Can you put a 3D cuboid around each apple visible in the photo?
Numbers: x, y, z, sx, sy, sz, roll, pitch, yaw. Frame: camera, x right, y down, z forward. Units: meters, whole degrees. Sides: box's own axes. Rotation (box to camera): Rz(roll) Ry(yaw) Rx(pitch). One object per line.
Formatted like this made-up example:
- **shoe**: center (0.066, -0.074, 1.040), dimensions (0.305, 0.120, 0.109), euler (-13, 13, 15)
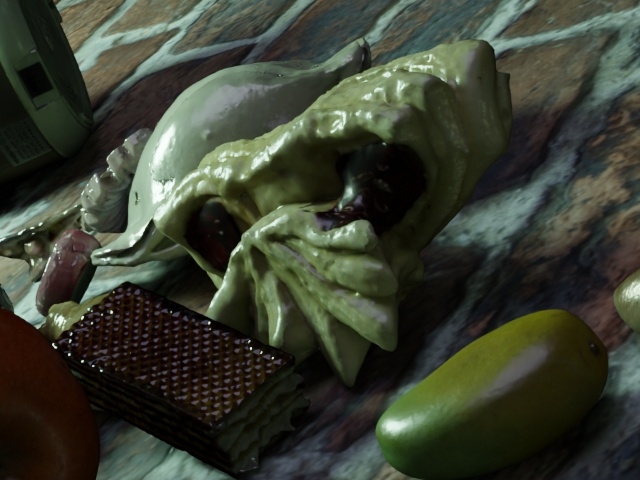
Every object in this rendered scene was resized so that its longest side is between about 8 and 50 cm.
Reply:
- **apple**: center (-0.320, 0.176, 1.699), dimensions (0.251, 0.272, 0.206), euler (-60, 34, 1)

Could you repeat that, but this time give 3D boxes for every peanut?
- **peanut**: center (0.294, 0.050, 1.592), dimensions (0.076, 0.076, 0.152), euler (-37, 21, -25)

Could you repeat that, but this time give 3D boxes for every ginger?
- **ginger**: center (-0.215, 0.103, 1.990), dimensions (0.137, 0.074, 0.213), euler (-17, 18, -4)

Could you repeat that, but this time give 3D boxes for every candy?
- **candy**: center (-0.272, 0.038, 2.152), dimensions (0.043, 0.103, 0.103), euler (24, 34, 1)

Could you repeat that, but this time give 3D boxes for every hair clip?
- **hair clip**: center (-0.249, -0.039, 2.269), dimensions (0.300, 0.069, 0.173), euler (-31, -13, 22)

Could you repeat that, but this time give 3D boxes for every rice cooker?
- **rice cooker**: center (-0.491, -0.199, 2.608), dimensions (0.325, 0.335, 0.335), euler (-23, 23, 4)

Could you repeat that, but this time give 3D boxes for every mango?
- **mango**: center (0.134, 0.126, 1.566), dimensions (0.194, 0.092, 0.130), euler (-23, 24, 16)

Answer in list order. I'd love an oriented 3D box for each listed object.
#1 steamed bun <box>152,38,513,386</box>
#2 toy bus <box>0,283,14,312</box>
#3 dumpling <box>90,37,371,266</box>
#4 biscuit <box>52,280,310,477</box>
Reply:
- **steamed bun**: center (0.000, 0.000, 1.830), dimensions (0.428, 0.247, 0.189), euler (-22, 6, 45)
- **toy bus**: center (-0.333, 0.129, 2.006), dimensions (0.092, 0.106, 0.268), euler (-26, 25, -4)
- **dumpling**: center (-0.091, -0.091, 2.143), dimensions (0.341, 0.181, 0.260), euler (-63, 3, -1)
- **biscuit**: center (-0.125, 0.124, 1.790), dimensions (0.252, 0.070, 0.106), euler (22, 53, 41)
